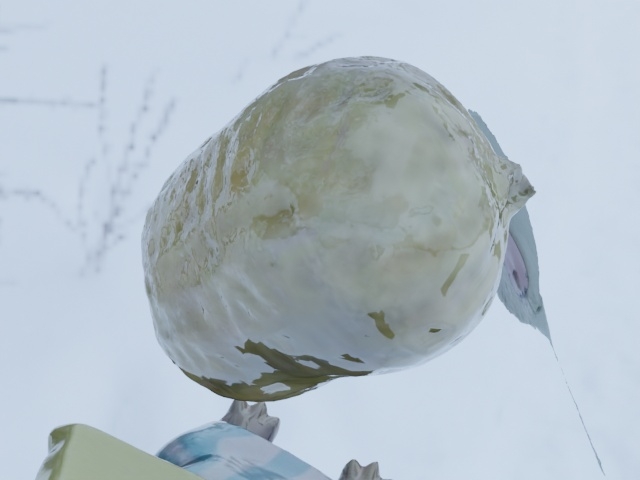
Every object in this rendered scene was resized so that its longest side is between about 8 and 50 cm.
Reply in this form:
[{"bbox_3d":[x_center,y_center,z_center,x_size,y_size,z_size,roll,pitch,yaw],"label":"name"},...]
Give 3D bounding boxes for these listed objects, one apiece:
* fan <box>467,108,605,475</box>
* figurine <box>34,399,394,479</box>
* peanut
[{"bbox_3d":[0.163,0.045,1.442,0.010,0.182,0.310,-17,67,-9],"label":"fan"},{"bbox_3d":[-0.130,0.324,1.224,0.266,0.377,0.361,31,15,11],"label":"figurine"},{"bbox_3d":[0.000,0.000,0.753,0.129,0.129,0.224,-8,-7,-31],"label":"peanut"}]
